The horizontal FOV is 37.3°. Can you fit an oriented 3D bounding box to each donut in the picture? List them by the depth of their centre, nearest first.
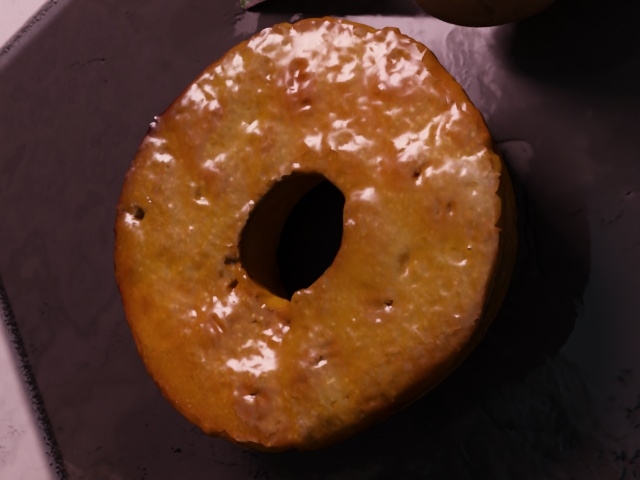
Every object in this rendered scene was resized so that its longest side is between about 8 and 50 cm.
[{"bbox_3d":[0.000,0.000,0.672,0.302,0.110,0.303,-4,82,29],"label":"donut"}]

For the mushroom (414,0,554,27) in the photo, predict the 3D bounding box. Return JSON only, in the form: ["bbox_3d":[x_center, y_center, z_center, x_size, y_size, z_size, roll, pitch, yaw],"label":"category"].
[{"bbox_3d":[0.089,-0.338,0.647,0.154,0.137,0.408,-8,73,18],"label":"mushroom"}]

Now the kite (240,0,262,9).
[{"bbox_3d":[-0.022,-0.284,0.723,0.229,0.012,0.250,58,139,38],"label":"kite"}]
